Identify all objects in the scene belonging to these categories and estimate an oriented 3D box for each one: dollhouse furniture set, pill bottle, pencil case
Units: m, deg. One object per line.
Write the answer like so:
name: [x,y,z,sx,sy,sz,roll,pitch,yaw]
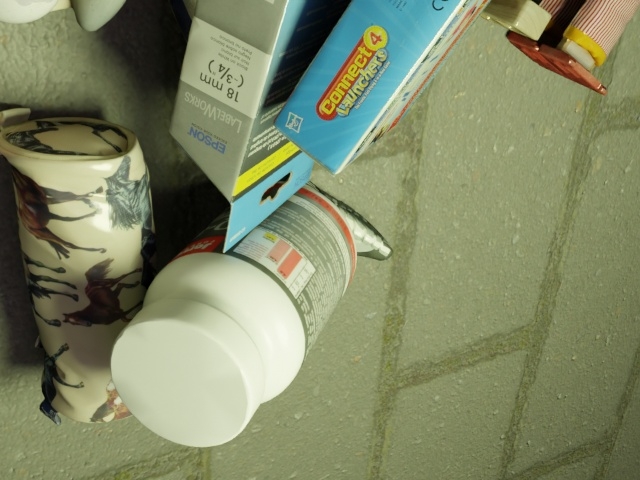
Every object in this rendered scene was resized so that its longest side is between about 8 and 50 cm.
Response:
dollhouse furniture set: [0.325,-0.387,1.110,0.374,0.152,0.201,20,106,-40]
pill bottle: [-0.097,0.080,0.982,0.363,0.210,0.210,-54,156,-59]
pencil case: [-0.299,0.039,0.970,0.184,0.160,0.410,8,119,11]

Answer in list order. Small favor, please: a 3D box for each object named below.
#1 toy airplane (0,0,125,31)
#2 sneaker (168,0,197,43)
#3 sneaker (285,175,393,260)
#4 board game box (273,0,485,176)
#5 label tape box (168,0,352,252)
toy airplane: [-0.338,-0.246,0.691,0.386,0.272,0.384,-54,153,-10]
sneaker: [-0.092,-0.369,0.872,0.182,0.127,0.315,-20,126,-18]
sneaker: [0.000,0.000,1.207,0.229,0.086,0.132,33,103,-31]
board game box: [0.111,-0.246,0.829,0.308,0.086,0.302,-53,177,27]
label tape box: [-0.060,-0.186,0.888,0.240,0.106,0.333,-45,159,-54]
